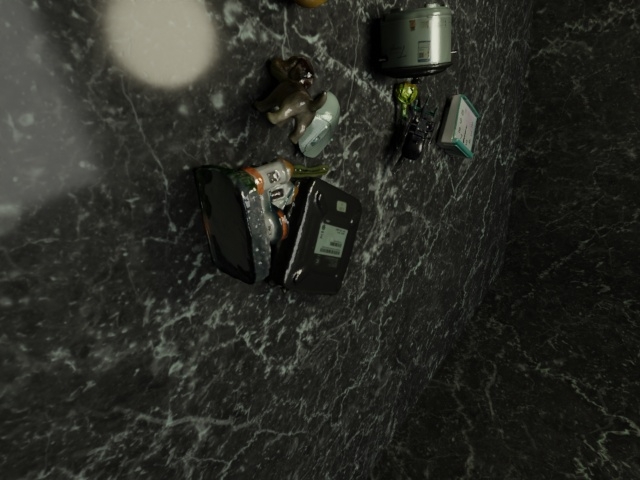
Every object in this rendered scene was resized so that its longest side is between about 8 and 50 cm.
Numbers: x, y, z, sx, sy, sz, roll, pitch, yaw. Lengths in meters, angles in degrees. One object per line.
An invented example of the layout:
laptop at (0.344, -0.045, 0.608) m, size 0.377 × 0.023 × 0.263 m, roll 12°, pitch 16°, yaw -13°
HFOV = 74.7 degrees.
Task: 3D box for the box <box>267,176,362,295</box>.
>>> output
box at (0.000, 0.000, 1.323) m, size 0.359 × 0.091 × 0.350 m, roll 14°, pitch 92°, yaw -57°

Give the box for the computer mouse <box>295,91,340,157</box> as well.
computer mouse at (0.000, -0.333, 1.210) m, size 0.113 × 0.068 × 0.229 m, roll 46°, pitch 66°, yaw -49°

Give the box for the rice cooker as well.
rice cooker at (0.309, -0.632, 1.369) m, size 0.280 × 0.241 × 0.227 m, roll -12°, pitch 113°, yaw -12°

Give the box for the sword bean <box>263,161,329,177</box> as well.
sword bean at (-0.063, -0.202, 1.205) m, size 0.269 × 0.038 × 0.043 m, roll -12°, pitch 121°, yaw -52°

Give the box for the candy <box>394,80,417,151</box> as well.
candy at (0.308, -0.466, 1.587) m, size 0.073 × 0.077 × 0.262 m, roll -46°, pitch 146°, yaw -55°

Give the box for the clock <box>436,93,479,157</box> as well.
clock at (0.652, -0.532, 1.989) m, size 0.262 × 0.116 × 0.231 m, roll 11°, pitch 89°, yaw -56°

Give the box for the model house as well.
model house at (-0.129, -0.081, 1.033) m, size 0.301 × 0.190 × 0.271 m, roll -33°, pitch 127°, yaw -44°

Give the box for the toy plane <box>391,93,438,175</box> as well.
toy plane at (0.373, -0.426, 1.612) m, size 0.155 × 0.106 × 0.382 m, roll 111°, pitch 0°, yaw -66°

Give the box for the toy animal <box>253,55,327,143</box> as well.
toy animal at (-0.075, -0.352, 1.024) m, size 0.168 × 0.233 × 0.121 m, roll -37°, pitch 135°, yaw 18°

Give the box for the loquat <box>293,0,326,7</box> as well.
loquat at (-0.026, -0.637, 0.995) m, size 0.163 × 0.137 × 0.163 m, roll 5°, pitch 83°, yaw -48°
